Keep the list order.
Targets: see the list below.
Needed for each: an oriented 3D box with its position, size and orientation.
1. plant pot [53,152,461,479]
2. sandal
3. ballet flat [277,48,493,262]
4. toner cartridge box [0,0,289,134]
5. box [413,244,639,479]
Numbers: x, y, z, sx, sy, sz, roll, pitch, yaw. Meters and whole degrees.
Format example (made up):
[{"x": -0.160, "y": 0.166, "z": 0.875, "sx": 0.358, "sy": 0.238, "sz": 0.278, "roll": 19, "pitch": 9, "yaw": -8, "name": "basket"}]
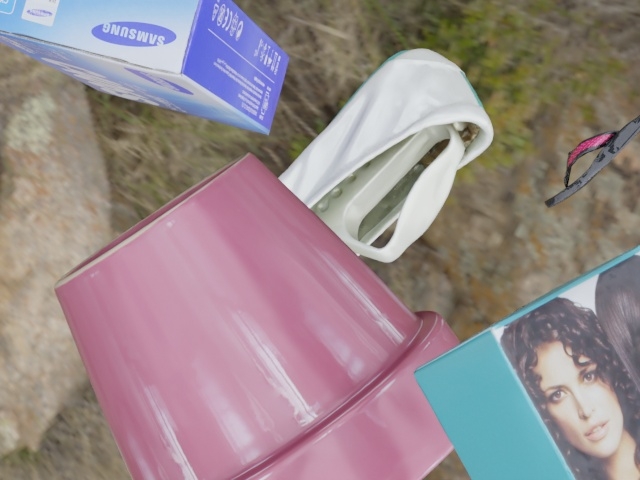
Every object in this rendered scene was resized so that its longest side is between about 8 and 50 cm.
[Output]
[{"x": -0.040, "y": 0.062, "z": 0.883, "sx": 0.201, "sy": 0.201, "sz": 0.180, "roll": -35, "pitch": 96, "yaw": -14, "name": "plant pot"}, {"x": 0.315, "y": -0.106, "z": 1.857, "sx": 0.040, "sy": 0.067, "sz": 0.179, "roll": 46, "pitch": 104, "yaw": 4, "name": "sandal"}, {"x": 0.000, "y": 0.000, "z": 1.474, "sx": 0.400, "sy": 0.139, "sz": 0.139, "roll": -47, "pitch": 121, "yaw": 0, "name": "ballet flat"}, {"x": -0.136, "y": -0.154, "z": 1.283, "sx": 0.165, "sy": 0.348, "sz": 0.075, "roll": 14, "pitch": 89, "yaw": 9, "name": "toner cartridge box"}, {"x": 0.144, "y": 0.131, "z": 0.656, "sx": 0.100, "sy": 0.060, "sz": 0.244, "roll": -25, "pitch": 83, "yaw": -36, "name": "box"}]
